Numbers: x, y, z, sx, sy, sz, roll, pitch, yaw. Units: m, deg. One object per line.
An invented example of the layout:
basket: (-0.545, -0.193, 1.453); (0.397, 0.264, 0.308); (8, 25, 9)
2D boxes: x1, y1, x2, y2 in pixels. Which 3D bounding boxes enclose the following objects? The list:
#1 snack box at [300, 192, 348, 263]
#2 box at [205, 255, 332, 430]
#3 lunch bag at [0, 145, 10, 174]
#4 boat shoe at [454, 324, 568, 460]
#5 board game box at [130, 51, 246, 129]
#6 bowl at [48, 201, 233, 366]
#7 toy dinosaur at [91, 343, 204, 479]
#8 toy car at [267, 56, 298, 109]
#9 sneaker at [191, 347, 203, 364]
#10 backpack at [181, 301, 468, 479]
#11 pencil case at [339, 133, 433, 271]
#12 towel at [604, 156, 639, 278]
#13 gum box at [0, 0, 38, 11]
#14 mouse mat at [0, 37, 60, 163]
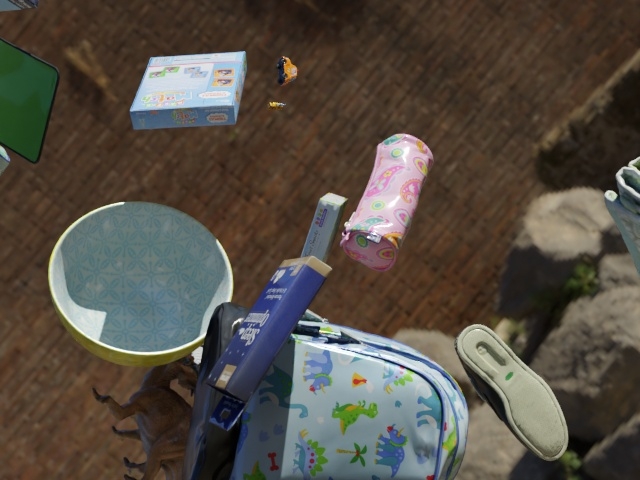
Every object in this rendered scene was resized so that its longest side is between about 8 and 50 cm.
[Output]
snack box: (0.000, 0.000, 1.864); (0.100, 0.037, 0.141); (-40, -31, -78)
box: (-0.075, 0.121, 1.441); (0.225, 0.036, 0.136); (-59, 12, -11)
lunch bag: (-0.665, -0.184, 2.130); (0.090, 0.219, 0.176); (-53, 27, -2)
boat shoe: (0.284, 0.226, 1.783); (0.084, 0.233, 0.079); (-37, -5, -14)
board game box: (-0.205, -0.240, 1.892); (0.211, 0.160, 0.039); (-86, -8, -60)
bowl: (-0.297, 0.095, 1.936); (0.289, 0.289, 0.156); (-52, -8, -35)
toy dinosaur: (-0.245, 0.301, 1.972); (0.200, 0.296, 0.127); (-21, -14, -7)
toy car: (-0.078, -0.324, 2.458); (0.122, 0.040, 0.060); (121, 143, -53)
sneaker: (-0.121, 0.324, 2.160); (0.137, 0.366, 0.210); (-25, -38, -3)
backpack: (0.017, 0.243, 1.594); (0.273, 0.355, 0.290); (158, 124, -73)
pencil case: (0.131, -0.077, 2.344); (0.124, 0.124, 0.284); (-50, 13, 55)
towel: (0.496, 0.079, 1.325); (0.090, 0.374, 0.320); (-48, 44, -8)
gum box: (-0.526, -0.374, 1.716); (0.157, 0.184, 0.041); (31, -119, -66)
mouse mat: (-0.467, -0.217, 1.795); (0.007, 0.189, 0.153); (-6, -60, -53)
